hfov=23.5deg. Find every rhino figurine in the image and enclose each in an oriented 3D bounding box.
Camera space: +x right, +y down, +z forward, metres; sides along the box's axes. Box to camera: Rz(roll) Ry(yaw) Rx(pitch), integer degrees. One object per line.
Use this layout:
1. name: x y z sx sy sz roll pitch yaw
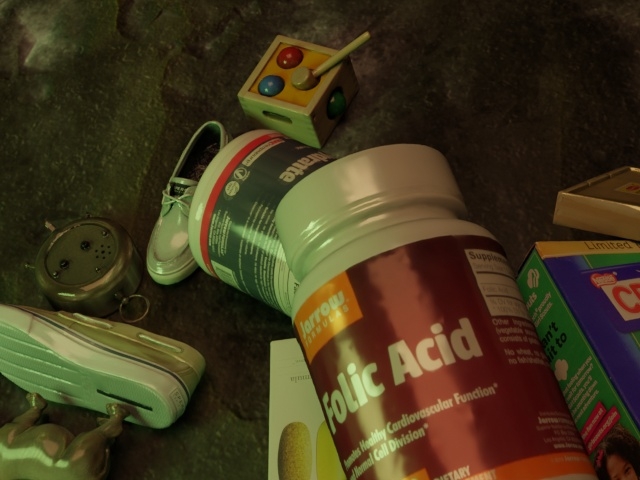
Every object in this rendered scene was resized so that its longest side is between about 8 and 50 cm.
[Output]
1. rhino figurine: -0.341 0.235 1.783 0.243 0.073 0.106 3 53 20

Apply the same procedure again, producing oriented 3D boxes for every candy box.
1. candy box: 0.361 0.148 1.532 0.268 0.122 0.317 -2 47 -30

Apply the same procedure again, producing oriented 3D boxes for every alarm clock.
1. alarm clock: -0.278 0.042 1.915 0.129 0.064 0.192 -43 58 -16

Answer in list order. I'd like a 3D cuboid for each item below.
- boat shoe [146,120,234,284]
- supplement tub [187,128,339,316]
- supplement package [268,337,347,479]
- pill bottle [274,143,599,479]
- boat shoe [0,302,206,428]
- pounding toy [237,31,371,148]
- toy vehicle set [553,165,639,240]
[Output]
1. boat shoe: -0.168 -0.054 1.937 0.079 0.081 0.227 8 57 21
2. supplement tub: 0.000 0.000 1.780 0.272 0.191 0.191 26 65 30
3. supplement package: 0.025 0.234 1.638 0.139 0.134 0.244 -9 53 10
4. pill bottle: 0.102 0.118 1.487 0.224 0.224 0.392 -21 66 1
5. boat shoe: -0.277 0.138 1.831 0.302 0.109 0.094 19 41 21
6. pounding toy: -0.013 -0.206 1.992 0.141 0.100 0.130 18 62 26
7. toy vehicle set: 0.376 -0.037 1.686 0.166 0.267 0.035 12 104 25
